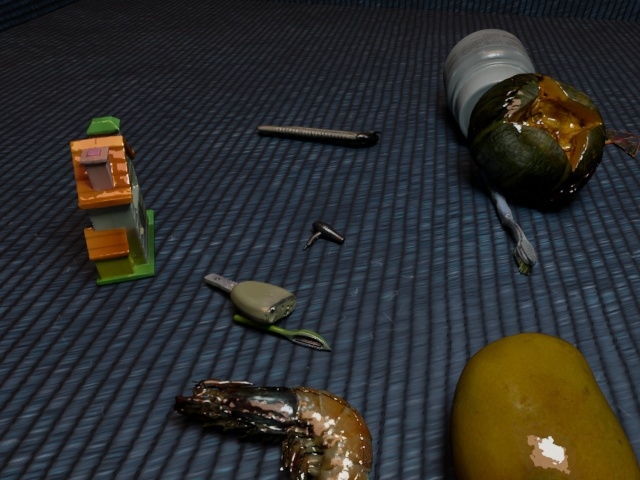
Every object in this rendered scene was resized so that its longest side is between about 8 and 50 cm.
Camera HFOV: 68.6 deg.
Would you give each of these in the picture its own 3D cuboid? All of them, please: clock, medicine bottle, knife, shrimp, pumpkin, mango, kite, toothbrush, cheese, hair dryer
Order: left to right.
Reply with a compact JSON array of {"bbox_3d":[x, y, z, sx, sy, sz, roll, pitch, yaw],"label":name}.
[{"bbox_3d":[-0.404,-0.085,0.909,0.106,0.255,0.220,-10,40,-12],"label":"clock"},{"bbox_3d":[-0.139,0.095,0.858,0.192,0.037,0.097,19,25,32],"label":"cheese"},{"bbox_3d":[-0.078,0.285,0.622,0.290,0.054,0.222,12,41,8],"label":"shrimp"},{"bbox_3d":[-0.066,0.155,0.805,0.184,0.022,0.026,13,71,14],"label":"knife"},{"bbox_3d":[-0.010,-0.302,1.342,0.365,0.043,0.089,7,7,12],"label":"knife"},{"bbox_3d":[0.000,0.000,0.995,0.079,0.031,0.083,33,63,22],"label":"hair dryer"},{"bbox_3d":[0.482,-0.432,1.336,0.245,0.245,0.306,5,45,5],"label":"medicine bottle"},{"bbox_3d":[0.416,-0.074,1.069,0.035,0.042,0.413,15,38,-8],"label":"toothbrush"},{"bbox_3d":[0.501,-0.244,1.098,0.320,0.192,0.320,4,70,-12],"label":"pumpkin"},{"bbox_3d":[0.274,0.238,0.595,0.211,0.173,0.317,12,35,13],"label":"mango"},{"bbox_3d":[0.850,-0.286,1.344,0.159,0.010,0.190,-9,39,-8],"label":"kite"}]
